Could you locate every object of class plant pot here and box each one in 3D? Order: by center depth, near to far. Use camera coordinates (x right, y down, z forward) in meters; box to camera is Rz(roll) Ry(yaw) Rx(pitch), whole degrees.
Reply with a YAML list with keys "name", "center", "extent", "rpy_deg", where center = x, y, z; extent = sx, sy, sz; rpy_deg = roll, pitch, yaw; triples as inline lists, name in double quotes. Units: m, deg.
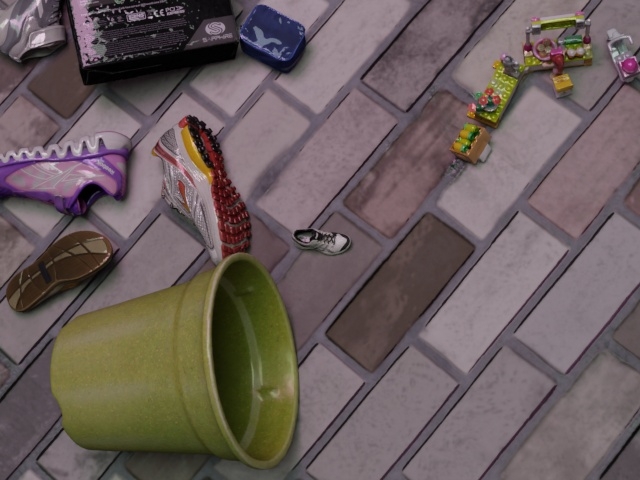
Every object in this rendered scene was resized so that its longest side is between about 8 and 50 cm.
- name: "plant pot"
  center: [-0.196, 0.171, 1.566]
  extent: [0.253, 0.276, 0.276]
  rpy_deg: [-10, 73, 19]

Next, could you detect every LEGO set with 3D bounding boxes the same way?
- name: "LEGO set"
  center: [0.286, -0.227, 1.651]
  extent: [0.287, 0.107, 0.132]
  rpy_deg: [-27, 72, 1]

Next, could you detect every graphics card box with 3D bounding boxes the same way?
- name: "graphics card box"
  center: [-0.268, -0.426, 1.750]
  extent: [0.232, 0.094, 0.371]
  rpy_deg: [-13, 81, -12]

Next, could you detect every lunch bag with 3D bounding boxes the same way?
- name: "lunch bag"
  center: [-0.072, -0.290, 1.750]
  extent: [0.098, 0.065, 0.067]
  rpy_deg: [30, 78, 6]

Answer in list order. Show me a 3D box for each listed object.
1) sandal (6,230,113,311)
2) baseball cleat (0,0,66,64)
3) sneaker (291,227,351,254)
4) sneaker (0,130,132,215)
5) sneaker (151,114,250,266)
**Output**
- name: "sandal"
  center: [-0.368, 0.045, 1.725]
  extent: [0.180, 0.049, 0.072]
  rpy_deg: [-32, 66, 15]
- name: "baseball cleat"
  center: [-0.409, -0.356, 1.834]
  extent: [0.109, 0.072, 0.206]
  rpy_deg: [37, 86, 1]
- name: "sneaker"
  center: [0.000, 0.000, 1.676]
  extent: [0.083, 0.037, 0.032]
  rpy_deg: [2, 74, 9]
- name: "sneaker"
  center: [-0.380, -0.082, 1.738]
  extent: [0.236, 0.095, 0.105]
  rpy_deg: [-12, 81, 5]
- name: "sneaker"
  center: [-0.169, -0.059, 1.707]
  extent: [0.092, 0.088, 0.225]
  rpy_deg: [-29, 71, 23]
